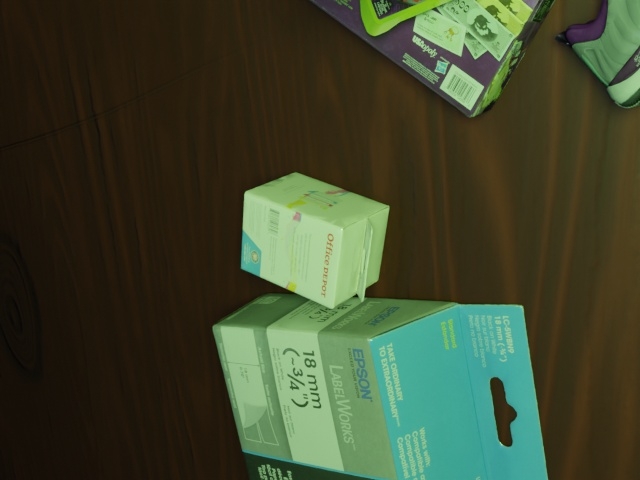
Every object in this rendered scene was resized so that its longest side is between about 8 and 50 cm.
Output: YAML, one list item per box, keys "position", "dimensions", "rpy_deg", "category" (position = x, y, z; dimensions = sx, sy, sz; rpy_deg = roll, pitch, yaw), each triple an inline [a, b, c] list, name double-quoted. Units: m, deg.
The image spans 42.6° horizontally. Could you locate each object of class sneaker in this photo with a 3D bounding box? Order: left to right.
- position: [0.256, -0.205, 0.583]
  dimensions: [0.098, 0.083, 0.224]
  rpy_deg: [48, 130, 20]
  category: "sneaker"

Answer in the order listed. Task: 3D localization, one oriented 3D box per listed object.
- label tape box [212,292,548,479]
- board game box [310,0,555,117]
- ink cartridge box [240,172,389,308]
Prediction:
- position: [0.056, 0.188, 0.876]
  dimensions: [0.333, 0.106, 0.241]
  rpy_deg: [-1, 107, 39]
  category: "label tape box"
- position: [0.058, -0.293, 0.729]
  dimensions: [0.347, 0.056, 0.208]
  rpy_deg: [41, 132, 19]
  category: "board game box"
- position: [0.000, 0.000, 0.857]
  dimensions: [0.143, 0.090, 0.092]
  rpy_deg: [22, 120, 29]
  category: "ink cartridge box"
